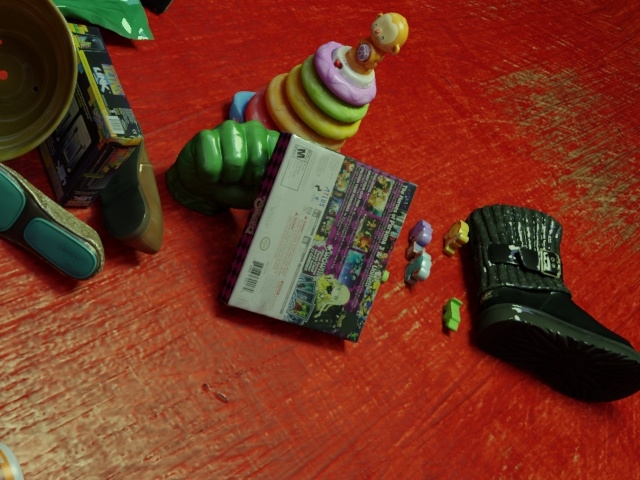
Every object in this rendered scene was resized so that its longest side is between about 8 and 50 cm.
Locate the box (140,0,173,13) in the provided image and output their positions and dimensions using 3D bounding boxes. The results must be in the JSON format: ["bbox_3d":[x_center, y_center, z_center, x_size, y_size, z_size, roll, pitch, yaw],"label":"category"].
[{"bbox_3d":[-0.297,-0.559,1.508,0.296,0.183,0.294,30,39,-22],"label":"box"}]

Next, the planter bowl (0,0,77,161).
[{"bbox_3d":[-0.379,-0.196,1.141,0.217,0.217,0.090,46,2,-3],"label":"planter bowl"}]

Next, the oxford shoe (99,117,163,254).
[{"bbox_3d":[-0.238,-0.069,1.239,0.076,0.076,0.212,50,21,-52],"label":"oxford shoe"}]

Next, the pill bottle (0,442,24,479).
[{"bbox_3d":[-0.339,0.227,0.846,0.152,0.086,0.086,-5,61,-47],"label":"pill bottle"}]

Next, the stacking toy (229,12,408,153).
[{"bbox_3d":[0.020,-0.215,1.408,0.165,0.302,0.175,4,56,-43],"label":"stacking toy"}]

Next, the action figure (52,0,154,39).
[{"bbox_3d":[-0.346,-0.327,1.349,0.232,0.063,0.137,-13,69,-53],"label":"action figure"}]

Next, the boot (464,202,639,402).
[{"bbox_3d":[0.392,0.097,1.636,0.348,0.131,0.260,28,42,-23],"label":"boot"}]

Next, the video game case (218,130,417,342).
[{"bbox_3d":[0.000,0.000,1.290,0.210,0.232,0.042,19,3,-32],"label":"video game case"}]

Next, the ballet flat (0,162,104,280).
[{"bbox_3d":[-0.331,-0.030,1.114,0.206,0.073,0.067,42,11,-12],"label":"ballet flat"}]

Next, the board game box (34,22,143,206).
[{"bbox_3d":[-0.289,-0.148,1.181,0.048,0.141,0.170,-2,59,-44],"label":"board game box"}]

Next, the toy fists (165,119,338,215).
[{"bbox_3d":[-0.064,-0.077,1.337,0.279,0.142,0.096,19,45,-32],"label":"toy fists"}]

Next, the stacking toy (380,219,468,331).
[{"bbox_3d":[0.157,0.017,1.544,0.167,0.052,0.221,31,41,-21],"label":"stacking toy"}]
